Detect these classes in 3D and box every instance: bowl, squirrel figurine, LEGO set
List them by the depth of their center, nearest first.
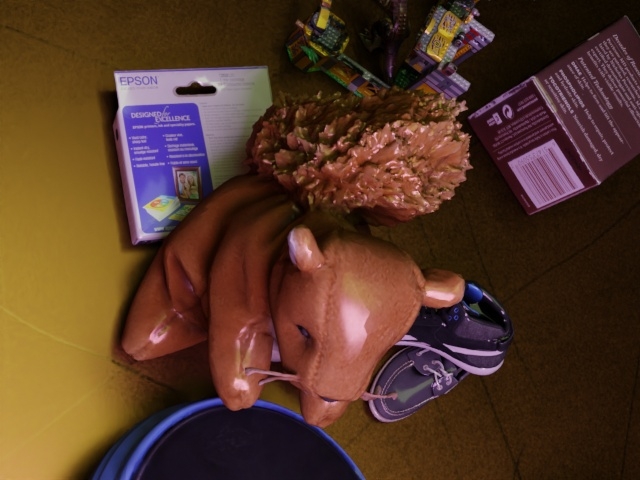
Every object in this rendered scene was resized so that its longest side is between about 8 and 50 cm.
[{"bbox_3d":[0.000,0.000,1.320,0.281,0.370,0.397,22,82,-15],"label":"squirrel figurine"},{"bbox_3d":[-0.076,0.351,1.347,0.391,0.077,0.391,21,53,-30],"label":"bowl"},{"bbox_3d":[0.127,-0.318,1.620,0.255,0.192,0.331,42,63,-10],"label":"LEGO set"}]

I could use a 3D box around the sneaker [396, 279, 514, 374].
[{"bbox_3d":[0.134,0.079,1.525,0.216,0.121,0.079,19,53,6],"label":"sneaker"}]

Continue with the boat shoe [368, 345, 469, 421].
[{"bbox_3d":[0.147,0.157,1.578,0.206,0.065,0.075,-33,92,-29],"label":"boat shoe"}]

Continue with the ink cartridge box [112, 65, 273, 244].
[{"bbox_3d":[-0.145,-0.106,1.517,0.206,0.045,0.208,-5,81,-27],"label":"ink cartridge box"}]

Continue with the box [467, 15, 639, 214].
[{"bbox_3d":[0.349,-0.168,1.701,0.203,0.168,0.167,-34,92,-29],"label":"box"}]
